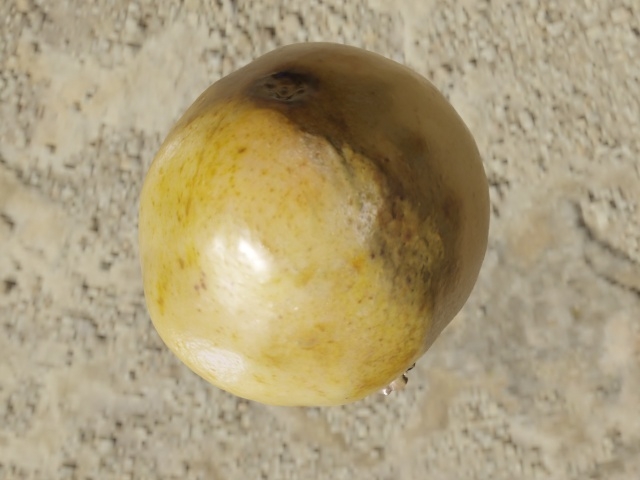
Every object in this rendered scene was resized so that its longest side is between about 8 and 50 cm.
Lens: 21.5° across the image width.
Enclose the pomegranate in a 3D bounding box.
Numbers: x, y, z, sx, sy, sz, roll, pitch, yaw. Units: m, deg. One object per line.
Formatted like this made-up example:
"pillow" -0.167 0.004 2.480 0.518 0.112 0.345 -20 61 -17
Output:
"pomegranate" 0.000 0.000 0.843 0.196 0.196 0.196 0 125 0
